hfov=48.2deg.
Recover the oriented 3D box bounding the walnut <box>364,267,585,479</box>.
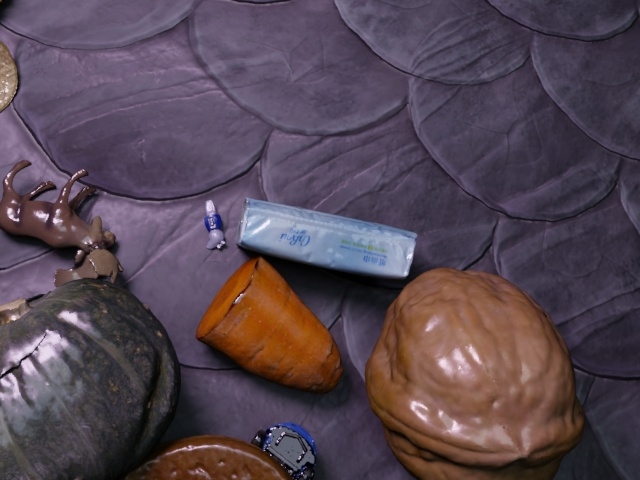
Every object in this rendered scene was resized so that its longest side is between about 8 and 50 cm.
[{"bbox_3d":[0.209,0.203,0.997,0.306,0.344,0.306,-3,104,-10],"label":"walnut"}]

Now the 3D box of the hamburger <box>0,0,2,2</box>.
[{"bbox_3d":[-0.623,-0.469,1.176,0.215,0.189,0.122,45,77,5],"label":"hamburger"}]

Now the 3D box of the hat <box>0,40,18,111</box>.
[{"bbox_3d":[-0.582,-0.274,1.177,0.146,0.067,0.146,-11,106,-41],"label":"hat"}]

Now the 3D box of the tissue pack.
[{"bbox_3d":[0.000,0.000,1.131,0.263,0.177,0.089,10,88,-8],"label":"tissue pack"}]

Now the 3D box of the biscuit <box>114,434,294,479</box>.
[{"bbox_3d":[-0.118,0.453,0.941,0.350,0.070,0.395,-8,85,-4],"label":"biscuit"}]

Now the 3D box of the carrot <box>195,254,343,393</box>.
[{"bbox_3d":[-0.057,0.143,1.087,0.225,0.159,0.159,36,66,-8],"label":"carrot"}]

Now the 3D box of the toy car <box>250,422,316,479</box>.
[{"bbox_3d":[-0.090,0.360,1.028,0.103,0.063,0.216,37,74,4],"label":"toy car"}]

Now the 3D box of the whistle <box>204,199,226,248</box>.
[{"bbox_3d":[-0.179,-0.026,1.182,0.033,0.029,0.083,-12,79,0],"label":"whistle"}]

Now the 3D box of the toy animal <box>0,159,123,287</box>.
[{"bbox_3d":[-0.397,-0.014,1.105,0.214,0.094,0.186,9,63,-1],"label":"toy animal"}]

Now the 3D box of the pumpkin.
[{"bbox_3d":[-0.351,0.197,0.928,0.327,0.291,0.258,-32,105,-33],"label":"pumpkin"}]
